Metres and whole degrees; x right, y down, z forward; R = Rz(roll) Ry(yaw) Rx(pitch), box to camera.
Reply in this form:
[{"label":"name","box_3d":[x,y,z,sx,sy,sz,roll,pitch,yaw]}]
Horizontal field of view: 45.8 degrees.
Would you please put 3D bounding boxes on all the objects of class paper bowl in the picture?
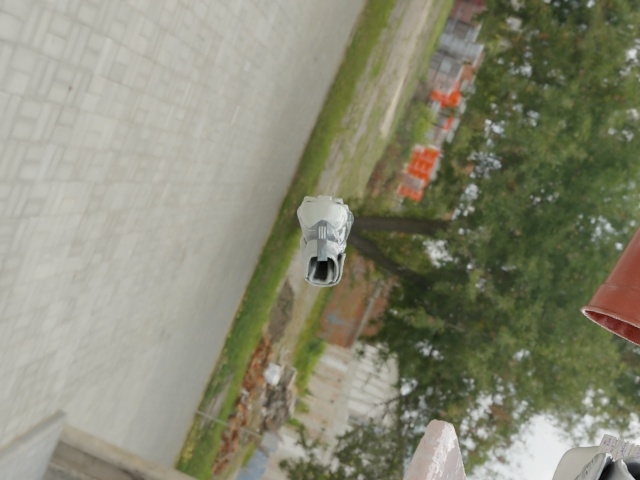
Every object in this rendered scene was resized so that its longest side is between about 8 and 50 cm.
[{"label":"paper bowl","box_3d":[0.485,0.485,1.351,0.284,0.148,0.284,-34,131,-51]}]

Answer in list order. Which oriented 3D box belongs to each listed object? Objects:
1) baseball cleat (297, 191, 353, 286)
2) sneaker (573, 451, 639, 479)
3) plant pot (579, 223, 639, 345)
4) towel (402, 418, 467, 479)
[{"label":"baseball cleat","box_3d":[0.000,0.000,0.914,0.206,0.072,0.109,20,75,-83]},{"label":"sneaker","box_3d":[0.342,0.409,1.016,0.366,0.137,0.210,-21,145,-49]},{"label":"plant pot","box_3d":[0.729,0.087,1.582,0.265,0.273,0.272,-63,175,-3]},{"label":"towel","box_3d":[0.132,0.461,0.999,0.331,0.054,0.316,-57,141,-44]}]
